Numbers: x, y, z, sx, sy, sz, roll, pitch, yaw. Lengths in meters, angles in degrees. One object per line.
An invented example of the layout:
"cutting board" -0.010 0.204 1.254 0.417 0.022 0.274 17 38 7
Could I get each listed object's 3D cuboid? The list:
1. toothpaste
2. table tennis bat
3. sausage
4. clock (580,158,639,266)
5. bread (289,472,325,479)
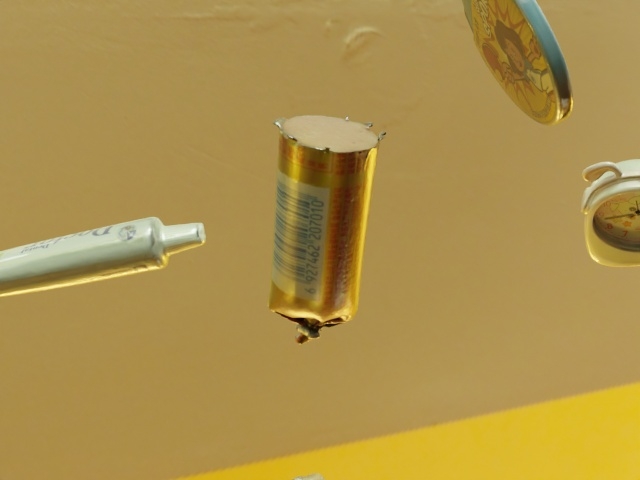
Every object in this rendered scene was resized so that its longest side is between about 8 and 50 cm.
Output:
"toothpaste" -0.159 0.015 0.556 0.197 0.048 0.029 -11 -80 7
"table tennis bat" 0.209 -0.277 1.228 0.044 0.329 0.215 -28 -27 -2
"sausage" 0.002 -0.001 1.245 0.125 0.117 0.317 -9 -56 -21
"clock" 0.422 -0.044 1.340 0.151 0.062 0.191 -4 -42 23
"bread" -0.090 0.406 1.370 0.232 0.088 0.128 -16 -45 -21
